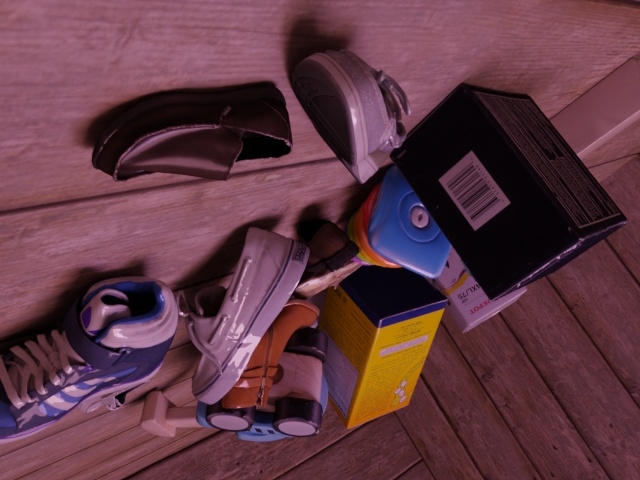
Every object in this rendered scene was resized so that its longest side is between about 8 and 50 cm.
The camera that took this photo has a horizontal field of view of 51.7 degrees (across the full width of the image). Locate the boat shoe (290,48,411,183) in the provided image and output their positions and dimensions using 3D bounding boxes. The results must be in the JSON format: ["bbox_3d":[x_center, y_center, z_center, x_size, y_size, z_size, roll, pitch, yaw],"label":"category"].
[{"bbox_3d":[0.048,-0.147,0.755,0.103,0.118,0.320,-38,168,3],"label":"boat shoe"}]

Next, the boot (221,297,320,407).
[{"bbox_3d":[-0.101,0.227,1.347,0.109,0.220,0.283,-4,171,30],"label":"boot"}]

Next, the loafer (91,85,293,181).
[{"bbox_3d":[-0.112,-0.098,0.651,0.220,0.078,0.080,-22,162,-32],"label":"loafer"}]

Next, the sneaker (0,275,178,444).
[{"bbox_3d":[-0.349,0.143,0.897,0.322,0.130,0.236,-16,149,-31],"label":"sneaker"}]

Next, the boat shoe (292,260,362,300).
[{"bbox_3d":[0.022,0.071,1.417,0.189,0.068,0.072,-24,126,2],"label":"boat shoe"}]

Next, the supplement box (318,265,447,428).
[{"bbox_3d":[0.123,0.232,1.551,0.195,0.194,0.357,-12,132,-30],"label":"supplement box"}]

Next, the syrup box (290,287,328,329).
[{"bbox_3d":[-0.016,0.170,1.629,0.236,0.096,0.093,-26,163,-17],"label":"syrup box"}]

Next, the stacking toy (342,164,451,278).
[{"bbox_3d":[0.105,-0.011,1.253,0.302,0.165,0.175,-25,-137,62],"label":"stacking toy"}]

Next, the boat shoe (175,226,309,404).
[{"bbox_3d":[-0.169,0.122,1.102,0.367,0.156,0.136,-56,-166,31],"label":"boat shoe"}]

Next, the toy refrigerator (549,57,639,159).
[{"bbox_3d":[0.598,-0.264,1.449,0.269,0.102,0.094,-40,163,24],"label":"toy refrigerator"}]

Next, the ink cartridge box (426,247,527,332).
[{"bbox_3d":[0.435,0.101,1.944,0.198,0.270,0.197,-31,164,-3],"label":"ink cartridge box"}]

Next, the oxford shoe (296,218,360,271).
[{"bbox_3d":[0.000,0.000,1.183,0.083,0.096,0.227,-41,-174,-16],"label":"oxford shoe"}]

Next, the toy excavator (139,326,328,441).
[{"bbox_3d":[-0.213,0.385,1.565,0.432,0.222,0.445,8,144,-6],"label":"toy excavator"}]

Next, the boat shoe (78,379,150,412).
[{"bbox_3d":[-0.421,0.311,1.354,0.184,0.063,0.066,-35,164,10],"label":"boat shoe"}]

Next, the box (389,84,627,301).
[{"bbox_3d":[0.321,-0.084,1.109,0.294,0.296,0.182,-11,154,-51],"label":"box"}]

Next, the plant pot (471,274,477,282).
[{"bbox_3d":[0.438,-0.039,1.629,0.236,0.212,0.236,-36,164,13],"label":"plant pot"}]
